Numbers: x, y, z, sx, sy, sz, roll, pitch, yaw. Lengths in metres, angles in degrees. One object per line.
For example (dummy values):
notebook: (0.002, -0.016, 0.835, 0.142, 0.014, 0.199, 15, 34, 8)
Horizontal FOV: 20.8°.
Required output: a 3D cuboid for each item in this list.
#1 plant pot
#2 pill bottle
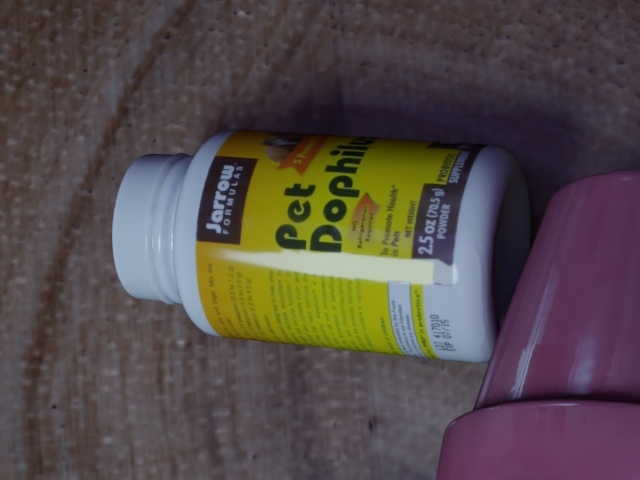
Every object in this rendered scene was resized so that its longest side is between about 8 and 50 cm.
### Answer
plant pot: (0.165, 0.072, 0.862, 0.201, 0.201, 0.180, 3, 68, 19)
pill bottle: (0.000, 0.000, 0.954, 0.215, 0.117, 0.117, 4, 84, 19)
